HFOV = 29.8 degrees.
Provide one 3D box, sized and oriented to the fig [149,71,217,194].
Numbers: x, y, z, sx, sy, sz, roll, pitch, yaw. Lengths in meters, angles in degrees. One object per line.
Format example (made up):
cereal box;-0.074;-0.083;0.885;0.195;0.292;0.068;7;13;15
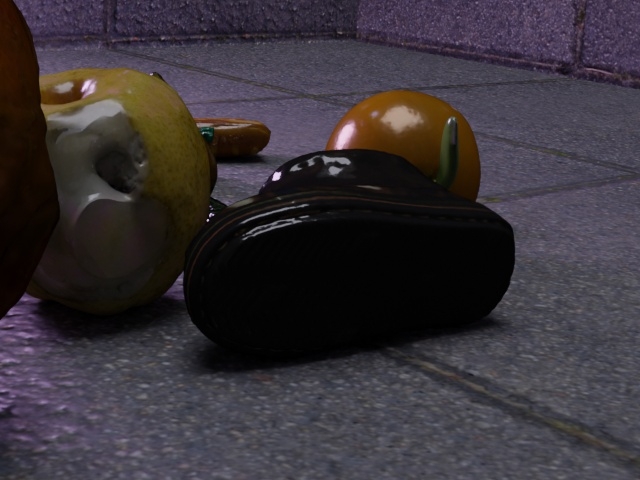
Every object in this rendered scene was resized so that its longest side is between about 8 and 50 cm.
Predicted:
fig;-0.208;-0.125;1.670;0.142;0.186;0.148;14;15;9

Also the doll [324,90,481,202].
doll;0.110;-0.075;1.495;0.213;0.213;0.236;-2;18;-18

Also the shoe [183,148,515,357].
shoe;0.000;0.000;1.261;0.384;0.171;0.237;-6;24;-34

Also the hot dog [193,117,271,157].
hot dog;-0.221;-0.180;2.083;0.269;0.072;0.115;-1;16;-7

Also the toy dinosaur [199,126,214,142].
toy dinosaur;-0.239;-0.122;1.852;0.153;0.094;0.259;1;23;-7

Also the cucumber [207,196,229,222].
cucumber;-0.144;-0.020;1.512;0.074;0.074;0.241;-9;22;-38

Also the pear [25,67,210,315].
pear;-0.242;-0.052;1.267;0.271;0.271;0.271;3;15;-1

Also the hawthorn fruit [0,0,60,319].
hawthorn fruit;-0.426;-0.067;0.926;0.472;0.471;0.472;3;15;-1
